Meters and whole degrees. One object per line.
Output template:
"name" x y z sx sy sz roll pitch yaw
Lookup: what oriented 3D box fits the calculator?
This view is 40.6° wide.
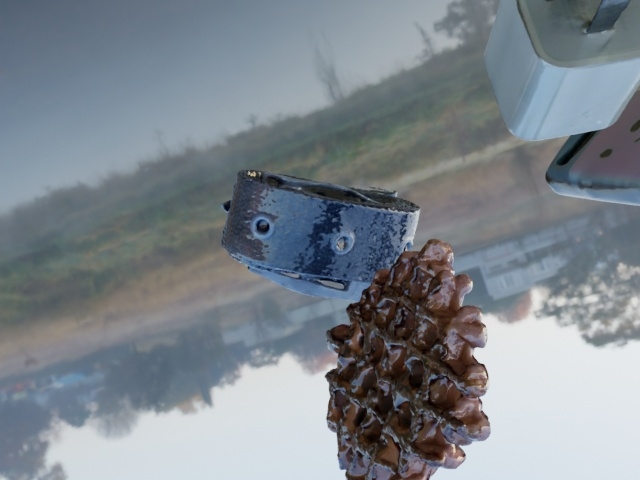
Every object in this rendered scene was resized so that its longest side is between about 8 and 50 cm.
"calculator" 0.392 -0.121 1.075 0.173 0.051 0.293 -51 -164 -4

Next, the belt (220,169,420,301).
"belt" 0.000 -0.001 0.955 0.218 0.128 0.122 10 -166 -24

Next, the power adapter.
"power adapter" 0.237 -0.199 0.794 0.125 0.129 0.205 -10 159 -5

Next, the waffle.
"waffle" 0.072 0.124 0.798 0.056 0.221 0.234 15 139 -29
